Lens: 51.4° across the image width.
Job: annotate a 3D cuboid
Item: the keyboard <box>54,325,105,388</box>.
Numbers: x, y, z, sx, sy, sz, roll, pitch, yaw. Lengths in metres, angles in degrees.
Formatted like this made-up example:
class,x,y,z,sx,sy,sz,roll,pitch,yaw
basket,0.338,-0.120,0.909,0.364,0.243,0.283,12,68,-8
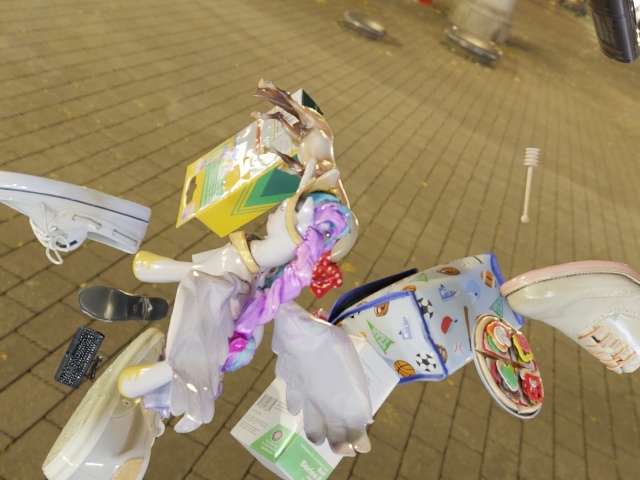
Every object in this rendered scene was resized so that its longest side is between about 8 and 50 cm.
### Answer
class,x,y,z,sx,sy,sz,roll,pitch,yaw
keyboard,-0.631,0.322,1.767,0.100,0.192,0.038,24,21,-20

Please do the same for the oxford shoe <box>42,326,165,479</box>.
class,x,y,z,sx,sy,sz,roll,pitch,yaw
oxford shoe,-0.312,0.271,1.074,0.130,0.169,0.449,38,6,-11

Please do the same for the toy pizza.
class,x,y,z,sx,sy,sz,roll,pitch,yaw
toy pizza,0.352,0.225,1.221,0.201,0.032,0.201,27,46,-31

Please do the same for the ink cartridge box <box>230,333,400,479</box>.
class,x,y,z,sx,sy,sz,roll,pitch,yaw
ink cartridge box,-0.010,0.330,1.327,0.121,0.289,0.211,50,-22,-21

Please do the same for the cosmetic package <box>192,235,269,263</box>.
class,x,y,z,sx,sy,sz,roll,pitch,yaw
cosmetic package,-0.291,0.153,2.310,0.284,0.377,0.097,-16,58,-19

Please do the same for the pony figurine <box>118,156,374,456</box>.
class,x,y,z,sx,sy,sz,roll,pitch,yaw
pony figurine,-0.107,0.098,0.843,0.303,0.363,0.351,27,49,-40

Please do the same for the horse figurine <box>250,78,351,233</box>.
class,x,y,z,sx,sy,sz,roll,pitch,yaw
horse figurine,-0.028,-0.148,1.037,0.174,0.066,0.263,22,40,-42

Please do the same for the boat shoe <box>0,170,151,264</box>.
class,x,y,z,sx,sy,sz,roll,pitch,yaw
boat shoe,-0.505,-0.030,1.316,0.136,0.156,0.367,7,-7,33

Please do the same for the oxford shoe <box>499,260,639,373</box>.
class,x,y,z,sx,sy,sz,roll,pitch,yaw
oxford shoe,0.460,0.128,1.050,0.397,0.140,0.146,10,63,-22

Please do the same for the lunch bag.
class,x,y,z,sx,sy,sz,roll,pitch,yaw
lunch bag,0.207,0.191,1.557,0.328,0.385,0.239,-17,83,-39

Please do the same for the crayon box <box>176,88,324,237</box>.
class,x,y,z,sx,sy,sz,roll,pitch,yaw
crayon box,-0.139,-0.144,1.346,0.083,0.323,0.203,43,30,-35

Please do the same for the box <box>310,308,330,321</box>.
class,x,y,z,sx,sy,sz,roll,pitch,yaw
box,0.056,0.304,1.831,0.257,0.122,0.128,28,56,-26

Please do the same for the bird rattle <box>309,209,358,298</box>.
class,x,y,z,sx,sy,sz,roll,pitch,yaw
bird rattle,0.000,0.000,1.604,0.143,0.207,0.253,40,6,-39

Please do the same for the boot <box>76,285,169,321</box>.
class,x,y,z,sx,sy,sz,roll,pitch,yaw
boot,-0.558,0.177,1.858,0.263,0.091,0.229,14,-6,-27

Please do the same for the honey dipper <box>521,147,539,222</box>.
class,x,y,z,sx,sy,sz,roll,pitch,yaw
honey dipper,0.446,-0.117,1.427,0.030,0.161,0.030,7,2,0

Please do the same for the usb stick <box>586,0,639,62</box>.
class,x,y,z,sx,sy,sz,roll,pitch,yaw
usb stick,0.469,-0.357,1.061,0.077,0.045,0.278,38,9,28
